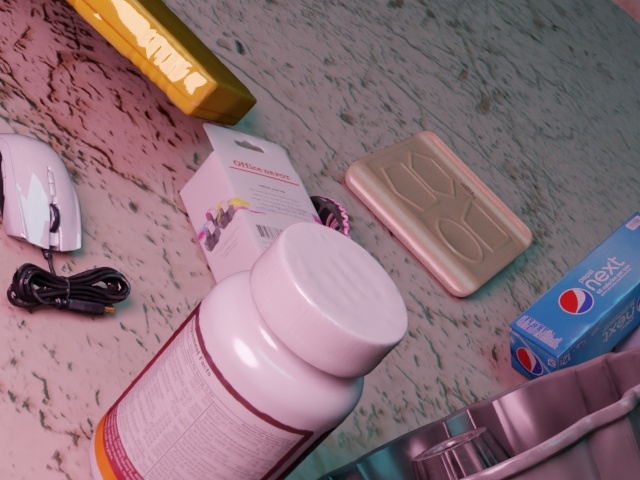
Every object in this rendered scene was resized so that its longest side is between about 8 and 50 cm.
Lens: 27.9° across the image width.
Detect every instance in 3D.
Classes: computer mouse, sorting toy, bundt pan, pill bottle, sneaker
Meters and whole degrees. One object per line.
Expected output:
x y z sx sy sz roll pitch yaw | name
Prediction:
-0.215 -0.024 0.997 0.106 0.042 0.193 9 42 -44 | computer mouse
0.135 -0.032 1.459 0.193 0.038 0.208 46 33 9 | sorting toy
0.109 0.187 0.840 0.331 0.331 0.124 -18 83 -58 | bundt pan
-0.048 0.097 0.845 0.121 0.221 0.121 31 30 -20 | pill bottle
0.000 0.000 1.238 0.057 0.047 0.119 6 42 -32 | sneaker

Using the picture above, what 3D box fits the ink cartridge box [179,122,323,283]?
-0.057 -0.015 1.162 0.104 0.061 0.181 14 39 -42 | ink cartridge box

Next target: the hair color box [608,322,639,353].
0.408 0.215 1.365 0.185 0.113 0.374 21 33 -33 | hair color box

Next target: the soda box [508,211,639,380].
0.290 0.065 1.339 0.210 0.071 0.067 -37 51 -23 | soda box

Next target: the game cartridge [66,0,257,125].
-0.200 -0.232 1.199 0.323 0.053 0.285 46 6 2 | game cartridge
